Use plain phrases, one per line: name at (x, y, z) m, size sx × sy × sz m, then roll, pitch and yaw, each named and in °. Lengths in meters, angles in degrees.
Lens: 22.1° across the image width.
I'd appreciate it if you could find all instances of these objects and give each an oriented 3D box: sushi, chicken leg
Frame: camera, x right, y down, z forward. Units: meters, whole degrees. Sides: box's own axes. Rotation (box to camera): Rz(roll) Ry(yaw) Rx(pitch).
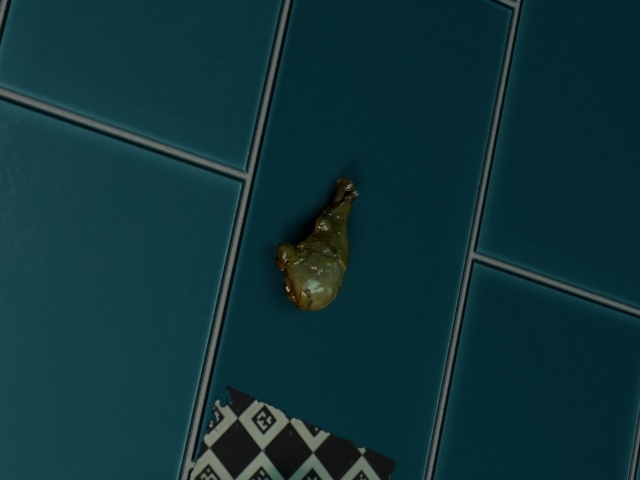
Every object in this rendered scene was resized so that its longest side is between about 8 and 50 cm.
sushi at (-0.044, 0.340, 1.858) m, size 0.264 × 0.050 × 0.290 m, roll 29°, pitch 71°, yaw -29°
chicken leg at (0.000, 0.000, 1.902) m, size 0.093 × 0.070 × 0.178 m, roll 36°, pitch 62°, yaw -20°
